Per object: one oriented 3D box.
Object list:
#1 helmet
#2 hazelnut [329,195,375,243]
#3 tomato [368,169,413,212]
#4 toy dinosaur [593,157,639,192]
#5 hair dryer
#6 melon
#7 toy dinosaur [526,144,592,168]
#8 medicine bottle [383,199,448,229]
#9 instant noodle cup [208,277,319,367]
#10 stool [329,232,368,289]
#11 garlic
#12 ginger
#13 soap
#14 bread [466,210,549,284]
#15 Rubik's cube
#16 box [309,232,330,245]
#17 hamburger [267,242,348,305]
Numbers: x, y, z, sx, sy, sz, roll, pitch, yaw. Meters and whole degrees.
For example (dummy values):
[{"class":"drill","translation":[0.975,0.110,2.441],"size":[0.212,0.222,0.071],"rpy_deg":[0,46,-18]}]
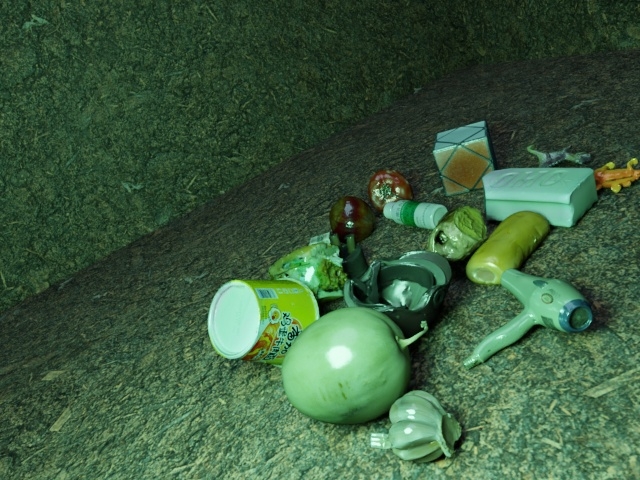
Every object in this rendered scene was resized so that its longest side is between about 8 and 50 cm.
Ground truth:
[{"class":"helmet","translation":[0.210,0.165,1.313],"size":[0.306,0.177,0.225],"rpy_deg":[-23,28,-24]},{"class":"hazelnut","translation":[0.117,-0.078,1.951],"size":[0.170,0.161,0.201],"rpy_deg":[-20,59,38]},{"class":"tomato","translation":[0.284,-0.202,2.018],"size":[0.187,0.186,0.151],"rpy_deg":[-9,6,30]},{"class":"toy dinosaur","translation":[0.892,-0.194,1.580],"size":[0.289,0.070,0.117],"rpy_deg":[-1,32,49]},{"class":"hair dryer","translation":[0.466,0.162,1.211],"size":[0.298,0.118,0.296],"rpy_deg":[-29,15,20]},{"class":"melon","translation":[0.061,0.280,1.117],"size":[0.308,0.272,0.271],"rpy_deg":[-46,8,37]},{"class":"toy dinosaur","translation":[0.826,-0.282,1.818],"size":[0.252,0.072,0.199],"rpy_deg":[-16,33,-8]},{"class":"medicine bottle","translation":[0.342,-0.097,1.836],"size":[0.095,0.095,0.260],"rpy_deg":[-35,25,-24]},{"class":"instant noodle cup","translation":[-0.163,0.219,1.359],"size":[0.265,0.263,0.200],"rpy_deg":[-2,-10,39]},{"class":"stool","translation":[0.072,0.069,1.679],"size":[0.154,0.139,0.228],"rpy_deg":[-19,23,5]},{"class":"garlic","translation":[0.171,0.374,1.003],"size":[0.194,0.127,0.131],"rpy_deg":[-28,19,44]},{"class":"ginger","translation":[0.395,-0.008,1.512],"size":[0.276,0.130,0.221],"rpy_deg":[-37,-5,-40]},{"class":"soap","translation":[0.673,-0.148,1.608],"size":[0.208,0.114,0.347],"rpy_deg":[-34,26,-31]},{"class":"bread","translation":[0.538,0.013,1.443],"size":[0.305,0.091,0.142],"rpy_deg":[-39,23,-33]},{"class":"Rubik's cube","translation":[0.568,-0.321,1.957],"size":[0.208,0.205,0.205],"rpy_deg":[-13,26,26]},{"class":"box","translation":[0.000,0.000,2.024],"size":[0.083,0.024,0.054],"rpy_deg":[-17,24,14]},{"class":"hamburger","translation":[-0.055,0.119,1.535],"size":[0.288,0.167,0.192],"rpy_deg":[-26,-21,30]}]
